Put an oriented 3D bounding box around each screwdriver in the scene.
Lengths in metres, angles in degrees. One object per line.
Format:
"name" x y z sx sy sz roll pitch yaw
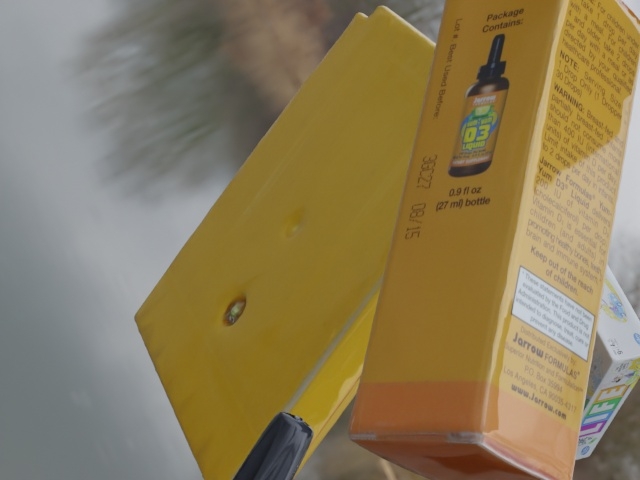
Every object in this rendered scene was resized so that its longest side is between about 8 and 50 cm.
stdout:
"screwdriver" -0.051 0.150 0.676 0.024 0.170 0.025 31 -7 -18

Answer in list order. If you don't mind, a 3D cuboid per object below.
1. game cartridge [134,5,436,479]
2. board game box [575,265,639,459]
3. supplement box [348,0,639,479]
"game cartridge" 0.000 0.000 1.126 0.052 0.324 0.285 34 10 -28
"board game box" 0.115 0.027 0.836 0.103 0.026 0.154 107 -34 -50
"supplement box" 0.084 -0.009 0.712 0.080 0.078 0.233 29 66 -41
